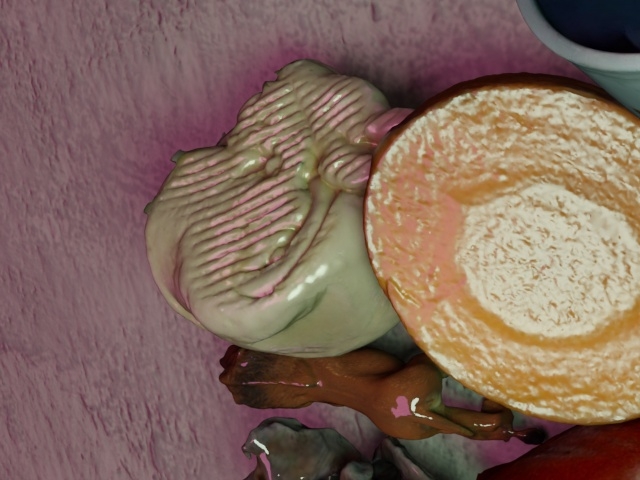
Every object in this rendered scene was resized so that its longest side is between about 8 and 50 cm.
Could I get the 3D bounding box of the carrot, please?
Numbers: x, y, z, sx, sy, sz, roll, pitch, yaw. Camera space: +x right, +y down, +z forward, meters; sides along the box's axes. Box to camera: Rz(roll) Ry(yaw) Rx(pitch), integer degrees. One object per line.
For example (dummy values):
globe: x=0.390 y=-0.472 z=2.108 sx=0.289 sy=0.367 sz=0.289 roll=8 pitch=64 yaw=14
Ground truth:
carrot: x=0.178 y=0.000 z=0.998 sx=0.307 sy=0.100 sz=0.258 roll=30 pitch=95 yaw=-1

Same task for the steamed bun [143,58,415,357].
steamed bun: x=0.000 y=0.000 z=1.160 sx=0.268 sy=0.207 sz=0.280 roll=-51 pitch=41 yaw=-5

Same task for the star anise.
star anise: x=0.064 y=0.287 z=1.242 sx=0.359 sy=0.139 sz=0.316 roll=49 pitch=147 yaw=-19

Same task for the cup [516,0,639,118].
cup: x=0.330 y=-0.155 z=0.715 sx=0.331 sy=0.311 sz=0.257 roll=-40 pitch=40 yaw=23

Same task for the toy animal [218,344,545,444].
toy animal: x=0.040 y=0.139 z=1.201 sx=0.312 sy=0.157 sz=0.097 roll=11 pitch=109 yaw=38

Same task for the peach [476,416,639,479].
peach: x=0.291 y=0.250 z=1.002 sx=0.201 sy=0.258 sz=0.361 roll=-47 pitch=49 yaw=-3
